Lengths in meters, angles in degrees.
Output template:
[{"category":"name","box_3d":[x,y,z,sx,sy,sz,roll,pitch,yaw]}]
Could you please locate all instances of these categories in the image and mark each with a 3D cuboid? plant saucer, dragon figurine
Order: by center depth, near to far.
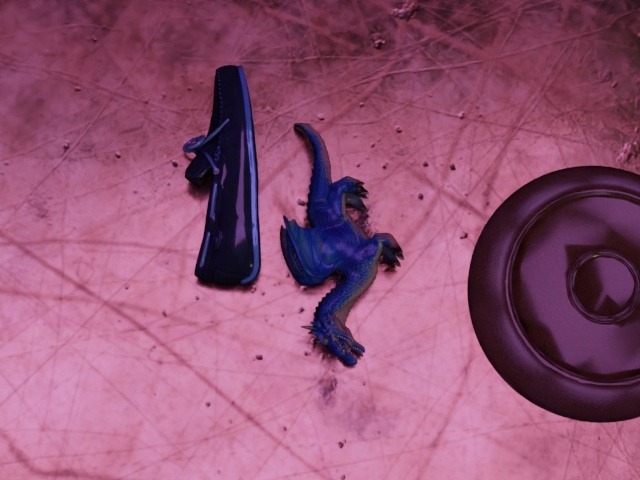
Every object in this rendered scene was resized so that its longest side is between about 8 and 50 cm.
[{"category":"dragon figurine","box_3d":[0.000,0.000,1.858,0.144,0.085,0.289,-28,83,-8]},{"category":"plant saucer","box_3d":[0.331,0.057,1.884,0.310,0.050,0.310,1,78,-3]}]

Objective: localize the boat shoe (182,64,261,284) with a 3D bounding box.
[{"category":"boat shoe","box_3d":[-0.118,-0.079,1.859,0.089,0.109,0.258,-3,77,0]}]
